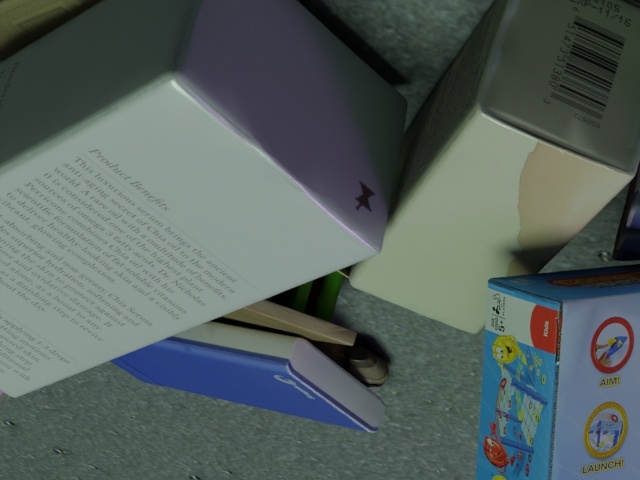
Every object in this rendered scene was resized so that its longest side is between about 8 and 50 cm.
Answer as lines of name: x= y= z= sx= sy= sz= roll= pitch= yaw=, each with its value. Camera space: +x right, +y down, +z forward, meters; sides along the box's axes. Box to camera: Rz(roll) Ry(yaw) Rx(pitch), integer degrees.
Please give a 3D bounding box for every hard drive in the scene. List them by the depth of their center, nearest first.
hard drive: x=-0.113 y=0.133 z=1.803 sx=0.319 sy=0.040 sz=0.210 roll=8 pitch=160 yaw=33

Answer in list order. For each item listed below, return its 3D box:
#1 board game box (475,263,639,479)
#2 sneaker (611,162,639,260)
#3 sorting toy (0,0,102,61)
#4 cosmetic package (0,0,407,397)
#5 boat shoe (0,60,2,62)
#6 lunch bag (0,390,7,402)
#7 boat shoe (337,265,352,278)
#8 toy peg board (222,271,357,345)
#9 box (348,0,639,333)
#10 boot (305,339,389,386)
board game box: x=0.264 y=0.172 z=1.289 sx=0.308 sy=0.302 sz=0.086 roll=-4 pitch=-168 yaw=-33
sneaker: x=0.325 y=-0.060 z=1.179 sx=0.182 sy=0.127 sz=0.315 roll=13 pitch=158 yaw=5
sorting toy: x=-0.114 y=-0.133 z=1.407 sx=0.229 sy=0.041 sz=0.307 roll=-16 pitch=136 yaw=42
cosmetic package: x=-0.177 y=-0.043 z=1.358 sx=0.453 sy=0.161 sz=0.230 roll=-22 pitch=132 yaw=38
boat shoe: x=-0.250 y=-0.091 z=1.528 sx=0.083 sy=0.076 sz=0.226 roll=-11 pitch=140 yaw=4
lunch bag: x=-0.391 y=0.046 z=1.631 sx=0.169 sy=0.287 sz=0.235 roll=-2 pitch=144 yaw=35
boat shoe: x=0.000 y=0.001 z=1.553 sx=0.153 sy=0.048 sz=0.056 roll=27 pitch=151 yaw=-14
toy peg board: x=-0.062 y=0.039 z=1.631 sx=0.161 sy=0.079 sz=0.160 roll=21 pitch=171 yaw=-30
box: x=0.135 y=-0.060 z=1.260 sx=0.121 sy=0.148 sz=0.311 roll=22 pitch=153 yaw=-6
boot: x=0.016 y=0.129 z=1.783 sx=0.118 sy=0.042 sz=0.087 roll=18 pitch=160 yaw=16
